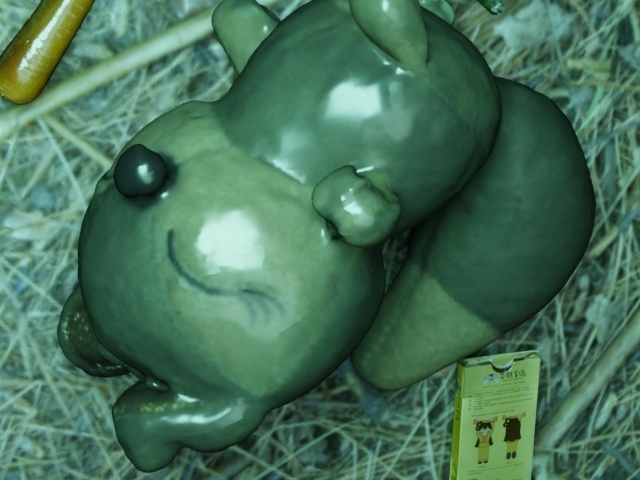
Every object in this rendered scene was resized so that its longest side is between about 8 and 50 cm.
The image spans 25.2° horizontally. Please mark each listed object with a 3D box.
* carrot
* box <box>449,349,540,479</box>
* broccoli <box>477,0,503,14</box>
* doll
[{"bbox_3d":[-0.166,-0.176,0.976,0.037,0.037,0.190,30,94,-27],"label":"carrot"},{"bbox_3d":[0.148,0.162,1.226,0.073,0.020,0.149,-4,112,-17],"label":"box"},{"bbox_3d":[0.104,-0.232,1.004,0.120,0.130,0.131,-10,125,13],"label":"broccoli"},{"bbox_3d":[0.014,0.019,1.001,0.378,0.252,0.382,35,102,-27],"label":"doll"}]
